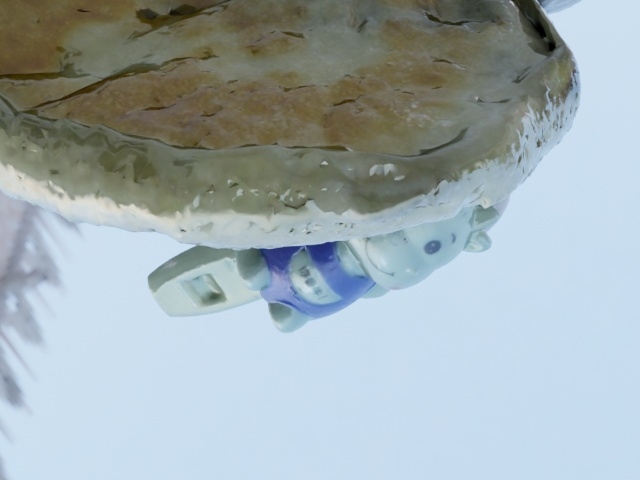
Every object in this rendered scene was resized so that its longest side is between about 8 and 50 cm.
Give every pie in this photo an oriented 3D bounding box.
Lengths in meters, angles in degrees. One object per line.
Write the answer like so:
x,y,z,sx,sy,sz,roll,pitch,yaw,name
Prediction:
-0.036,-0.094,0.950,0.339,0.077,0.339,4,-143,-3,pie

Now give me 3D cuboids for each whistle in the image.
0.000,0.000,1.180,0.244,0.110,0.092,-20,-145,22,whistle

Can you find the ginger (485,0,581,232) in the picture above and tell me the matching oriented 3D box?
0.117,-0.179,1.424,0.176,0.256,0.375,24,-89,22,ginger
